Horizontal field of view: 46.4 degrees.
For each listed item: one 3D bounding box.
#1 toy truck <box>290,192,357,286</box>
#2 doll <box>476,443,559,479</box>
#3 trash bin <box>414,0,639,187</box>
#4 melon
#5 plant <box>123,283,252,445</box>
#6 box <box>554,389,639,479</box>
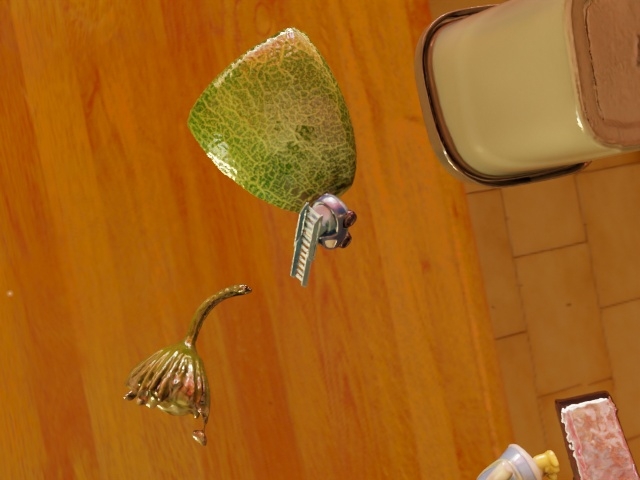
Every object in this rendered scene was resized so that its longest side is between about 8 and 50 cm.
[{"bbox_3d":[0.000,0.000,1.060,0.074,0.063,0.136,-26,141,-35],"label":"toy truck"},{"bbox_3d":[0.279,0.418,1.227,0.241,0.135,0.098,-31,86,-15],"label":"doll"},{"bbox_3d":[0.258,-0.175,0.801,0.220,0.250,0.219,-14,95,-18],"label":"trash bin"},{"bbox_3d":[-0.069,-0.231,1.626,0.331,0.226,0.343,-40,77,-7],"label":"melon"},{"bbox_3d":[-0.287,0.262,1.701,0.333,0.251,0.180,-60,139,-26],"label":"plant"},{"bbox_3d":[0.261,0.310,0.592,0.058,0.350,0.211,-17,126,14],"label":"box"}]
